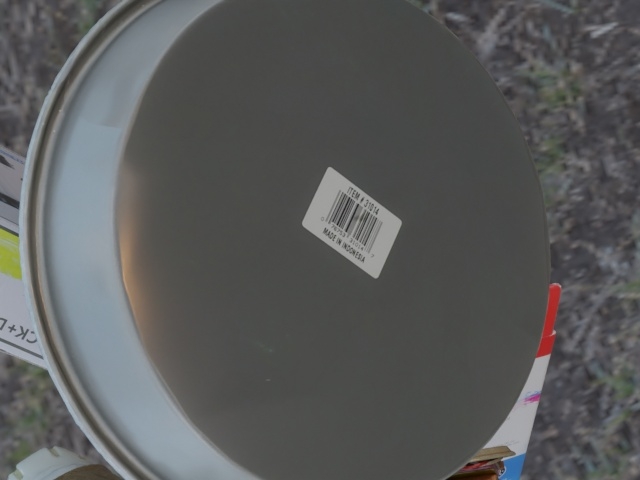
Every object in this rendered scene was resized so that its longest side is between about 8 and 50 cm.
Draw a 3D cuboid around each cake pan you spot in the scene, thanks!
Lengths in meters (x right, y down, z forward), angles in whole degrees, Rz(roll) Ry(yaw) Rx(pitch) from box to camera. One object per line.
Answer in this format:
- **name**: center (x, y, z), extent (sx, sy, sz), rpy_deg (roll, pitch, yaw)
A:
- **cake pan**: center (0.000, 0.000, 0.791), extent (0.054, 0.293, 0.293), rpy_deg (-13, 92, 55)

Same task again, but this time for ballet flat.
- **ballet flat**: center (-0.207, 0.245, 1.378), extent (0.124, 0.116, 0.342), rpy_deg (55, 165, 22)

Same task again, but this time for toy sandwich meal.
- **toy sandwich meal**: center (0.100, 0.164, 1.148), extent (0.086, 0.086, 0.029), rpy_deg (-18, 77, 43)

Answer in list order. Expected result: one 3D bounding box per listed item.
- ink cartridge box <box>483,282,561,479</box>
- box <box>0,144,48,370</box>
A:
- **ink cartridge box**: center (0.094, 0.106, 1.251), extent (0.078, 0.134, 0.231), rpy_deg (-121, 27, -42)
- **box**: center (-0.272, -0.015, 1.249), extent (0.087, 0.169, 0.290), rpy_deg (-58, 30, 6)
